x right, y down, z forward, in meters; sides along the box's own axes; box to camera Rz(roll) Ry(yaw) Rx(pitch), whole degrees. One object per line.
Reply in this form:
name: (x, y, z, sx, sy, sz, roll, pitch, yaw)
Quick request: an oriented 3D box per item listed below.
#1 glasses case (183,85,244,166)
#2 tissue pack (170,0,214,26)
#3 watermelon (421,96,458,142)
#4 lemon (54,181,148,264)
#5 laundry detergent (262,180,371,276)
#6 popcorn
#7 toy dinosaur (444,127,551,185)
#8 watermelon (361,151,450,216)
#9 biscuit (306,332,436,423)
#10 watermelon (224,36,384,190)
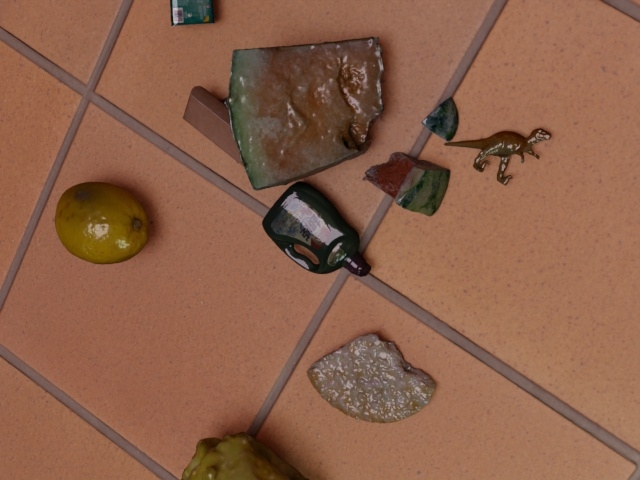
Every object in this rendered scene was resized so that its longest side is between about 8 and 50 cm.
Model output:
glasses case: (-0.175, -0.216, 1.943, 0.193, 0.070, 0.102, 38, 141, 8)
tissue pack: (-0.249, -0.469, 1.905, 0.085, 0.079, 0.111, -5, 102, -9)
watermelon: (0.207, -0.218, 1.784, 0.061, 0.085, 0.085, 16, 112, 55)
lemon: (-0.451, -0.036, 2.039, 0.207, 0.170, 0.170, 11, 106, 28)
laundry detergent: (0.000, 0.000, 1.909, 0.221, 0.078, 0.144, 44, 116, 5)
popcorn: (-0.165, 0.542, 2.000, 0.312, 0.312, 0.312, 5, 104, 21)
toy dinosaur: (0.314, -0.178, 1.763, 0.162, 0.039, 0.126, 40, 108, 20)
watermelon: (0.171, -0.109, 1.832, 0.098, 0.121, 0.158, -65, 30, 6)
biscuit: (0.098, 0.268, 1.949, 0.265, 0.040, 0.188, 10, 106, 19)
watermelon: (-0.032, -0.232, 1.814, 0.302, 0.151, 0.264, -11, 101, -13)
